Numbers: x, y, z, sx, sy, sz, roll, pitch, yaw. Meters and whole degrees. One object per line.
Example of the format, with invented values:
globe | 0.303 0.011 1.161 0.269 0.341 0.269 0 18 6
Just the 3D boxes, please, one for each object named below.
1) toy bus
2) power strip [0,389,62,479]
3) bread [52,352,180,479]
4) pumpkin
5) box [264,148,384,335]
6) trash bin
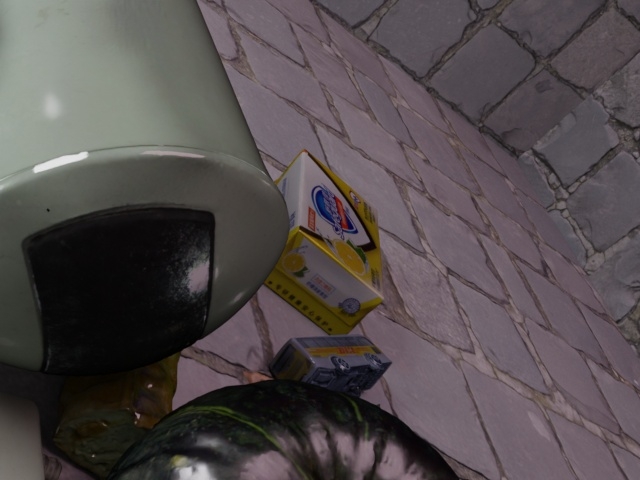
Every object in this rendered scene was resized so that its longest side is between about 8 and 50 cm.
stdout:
toy bus | 0.015 0.159 1.224 0.075 0.064 0.190 43 18 24
power strip | -0.317 0.127 0.666 0.338 0.058 0.098 28 28 -40
bread | -0.180 0.104 0.919 0.269 0.098 0.087 -94 179 -57
pumpkin | -0.023 0.263 0.728 0.323 0.241 0.323 24 41 -23
box | 0.000 0.000 1.414 0.168 0.097 0.265 40 23 -18
trash bin | -0.201 -0.103 0.804 0.280 0.280 0.432 19 43 -50
